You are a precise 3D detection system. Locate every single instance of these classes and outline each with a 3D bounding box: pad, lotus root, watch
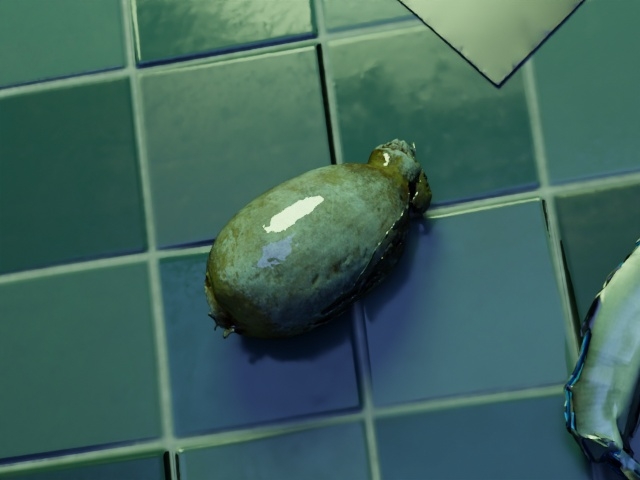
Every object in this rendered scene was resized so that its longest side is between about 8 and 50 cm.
[{"bbox_3d":[0.090,-0.204,0.972,0.127,0.004,0.190,-45,74,-4],"label":"pad"},{"bbox_3d":[0.001,0.001,0.895,0.165,0.088,0.088,-34,73,-11],"label":"lotus root"},{"bbox_3d":[0.295,0.062,0.814,0.275,0.068,0.276,30,83,27],"label":"watch"}]
